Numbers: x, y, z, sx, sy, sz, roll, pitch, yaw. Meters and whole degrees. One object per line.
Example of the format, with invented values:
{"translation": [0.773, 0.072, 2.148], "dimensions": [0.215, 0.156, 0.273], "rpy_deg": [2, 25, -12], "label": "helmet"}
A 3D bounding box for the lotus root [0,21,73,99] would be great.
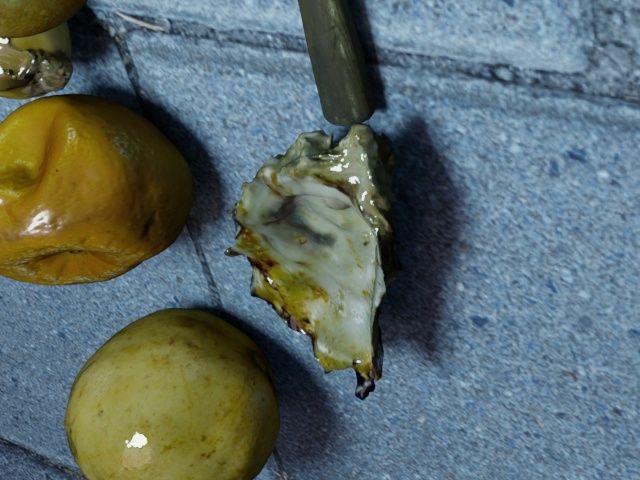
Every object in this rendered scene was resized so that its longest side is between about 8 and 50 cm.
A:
{"translation": [-0.372, -0.240, 1.204], "dimensions": [0.303, 0.131, 0.146], "rpy_deg": [27, 119, 18], "label": "lotus root"}

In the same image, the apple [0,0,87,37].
{"translation": [-0.299, -0.298, 1.009], "dimensions": [0.207, 0.237, 0.236], "rpy_deg": [41, 154, 49], "label": "apple"}

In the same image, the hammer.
{"translation": [-0.020, -0.281, 0.909], "dimensions": [0.168, 0.044, 0.439], "rpy_deg": [16, 138, 33], "label": "hammer"}

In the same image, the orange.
{"translation": [-0.257, -0.056, 1.250], "dimensions": [0.249, 0.183, 0.249], "rpy_deg": [-4, 164, -1], "label": "orange"}

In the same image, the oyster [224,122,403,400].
{"translation": [-0.002, -0.009, 1.138], "dimensions": [0.221, 0.096, 0.361], "rpy_deg": [31, 144, 23], "label": "oyster"}

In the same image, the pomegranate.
{"translation": [-0.177, 0.204, 1.385], "dimensions": [0.260, 0.260, 0.260], "rpy_deg": [25, 141, 22], "label": "pomegranate"}
